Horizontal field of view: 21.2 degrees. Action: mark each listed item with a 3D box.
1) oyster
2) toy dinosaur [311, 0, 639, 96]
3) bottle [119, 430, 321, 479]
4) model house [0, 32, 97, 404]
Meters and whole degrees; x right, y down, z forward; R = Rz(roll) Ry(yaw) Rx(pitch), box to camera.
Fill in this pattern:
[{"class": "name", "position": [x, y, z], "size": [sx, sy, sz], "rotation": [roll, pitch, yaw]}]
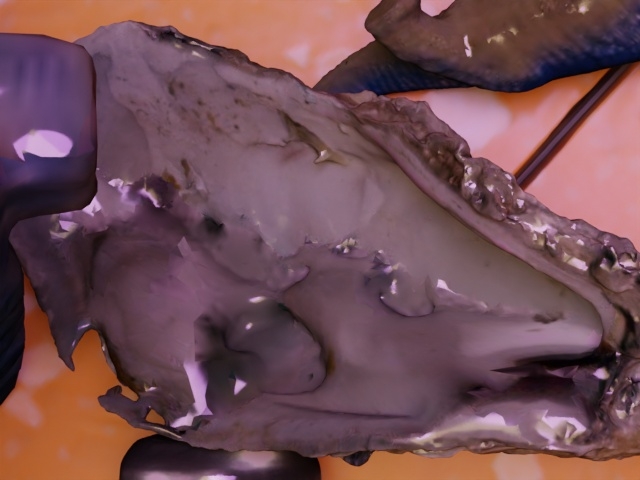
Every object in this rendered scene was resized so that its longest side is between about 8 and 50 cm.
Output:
[{"class": "oyster", "position": [-0.001, -0.001, 0.618], "size": [0.252, 0.087, 0.199], "rotation": [-15, 76, 16]}, {"class": "toy dinosaur", "position": [0.115, -0.068, 0.656], "size": [0.188, 0.075, 0.248], "rotation": [39, 116, -19]}, {"class": "bottle", "position": [-0.032, 0.200, 0.649], "size": [0.096, 0.079, 0.253], "rotation": [2, 86, -31]}, {"class": "model house", "position": [-0.277, -0.049, 0.563], "size": [0.400, 0.395, 0.445], "rotation": [-8, 75, -7]}]
